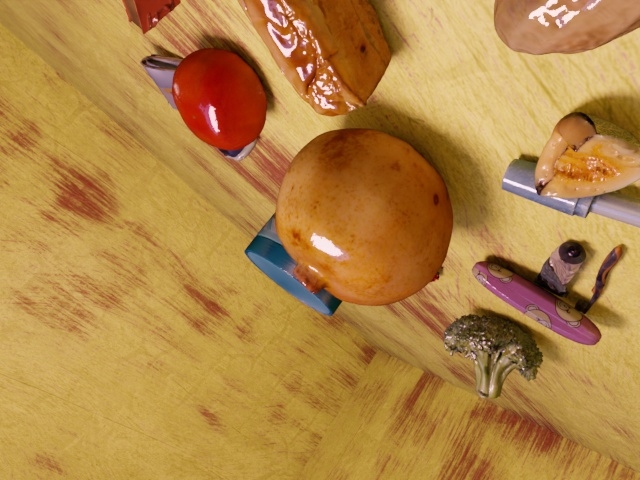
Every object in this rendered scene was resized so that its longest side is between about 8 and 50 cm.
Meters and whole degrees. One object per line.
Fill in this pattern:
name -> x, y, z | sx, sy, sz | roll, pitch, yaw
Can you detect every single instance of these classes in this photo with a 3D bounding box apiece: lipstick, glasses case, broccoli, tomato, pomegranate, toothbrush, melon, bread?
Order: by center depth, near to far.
melon -> 0.391, -0.123, 0.594 | 0.128, 0.079, 0.160 | 16, 158, 8
bread -> -0.013, -0.343, 0.639 | 0.132, 0.167, 0.294 | 17, 155, 51
lipstick -> 0.435, -0.065, 0.658 | 0.274, 0.068, 0.061 | 28, 162, 34
toothbrush -> 0.589, 0.093, 0.875 | 0.031, 0.023, 0.321 | 24, 161, 29
pomegranate -> 0.078, -0.041, 0.927 | 0.416, 0.417, 0.417 | 34, 164, 11
glasses case -> 0.521, 0.147, 1.015 | 0.316, 0.076, 0.123 | 35, -167, 26
tomato -> -0.265, -0.357, 1.064 | 0.259, 0.180, 0.260 | 22, 136, 23
broccoli -> 0.565, 0.358, 1.347 | 0.288, 0.235, 0.260 | 15, 129, 62

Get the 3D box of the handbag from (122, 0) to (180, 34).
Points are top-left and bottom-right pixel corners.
handbag -> -0.367, -0.549, 0.884 | 0.062, 0.127, 0.190 | 40, 164, -6

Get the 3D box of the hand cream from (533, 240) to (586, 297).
hand cream -> 0.528, 0.065, 0.903 | 0.075, 0.052, 0.248 | 58, -176, 30

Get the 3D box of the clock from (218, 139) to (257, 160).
clock -> -0.310, -0.362, 1.287 | 0.199, 0.147, 0.243 | 31, 172, 36

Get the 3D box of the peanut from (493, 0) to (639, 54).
peanut -> 0.280, -0.252, 0.351 | 0.130, 0.130, 0.290 | 41, 165, -14

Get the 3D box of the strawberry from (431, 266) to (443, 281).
strawberry -> 0.309, 0.107, 1.401 | 0.167, 0.087, 0.208 | 33, 166, 8

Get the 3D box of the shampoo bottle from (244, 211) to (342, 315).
shampoo bottle -> 0.000, 0.000, 1.279 | 0.331, 0.343, 0.331 | 34, 165, 11

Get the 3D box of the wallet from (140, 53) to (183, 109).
wallet -> -0.453, -0.497, 1.334 | 0.169, 0.070, 0.231 | 16, 165, 8
